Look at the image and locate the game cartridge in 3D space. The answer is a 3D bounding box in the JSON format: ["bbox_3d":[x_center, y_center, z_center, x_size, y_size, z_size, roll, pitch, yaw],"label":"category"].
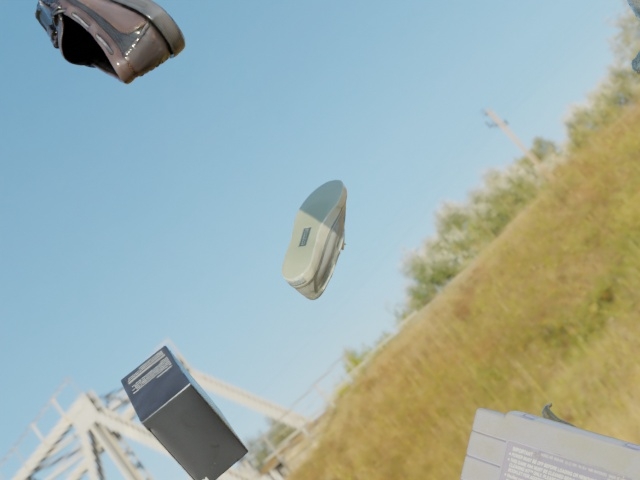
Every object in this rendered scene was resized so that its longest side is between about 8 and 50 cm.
[{"bbox_3d":[0.331,0.367,1.272,0.068,0.355,0.230,24,-100,-37],"label":"game cartridge"}]

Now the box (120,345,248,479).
[{"bbox_3d":[-0.207,0.265,1.430,0.093,0.156,0.158,-39,26,-8],"label":"box"}]

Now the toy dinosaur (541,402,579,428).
[{"bbox_3d":[0.417,0.389,1.550,0.160,0.121,0.313,-17,22,21],"label":"toy dinosaur"}]

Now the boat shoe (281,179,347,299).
[{"bbox_3d":[0.001,0.000,1.571,0.079,0.081,0.227,-7,45,32],"label":"boat shoe"}]

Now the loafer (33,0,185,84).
[{"bbox_3d":[-0.289,-0.258,1.175,0.095,0.302,0.109,-50,-48,-18],"label":"loafer"}]

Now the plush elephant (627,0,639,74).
[{"bbox_3d":[0.527,-0.336,1.313,0.255,0.272,0.330,-24,-39,-10],"label":"plush elephant"}]
